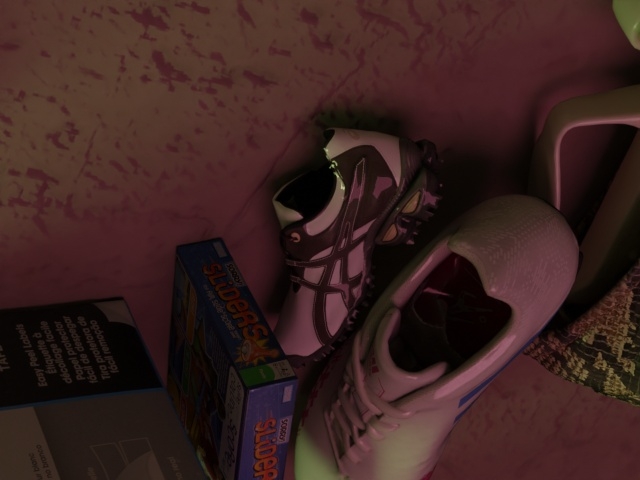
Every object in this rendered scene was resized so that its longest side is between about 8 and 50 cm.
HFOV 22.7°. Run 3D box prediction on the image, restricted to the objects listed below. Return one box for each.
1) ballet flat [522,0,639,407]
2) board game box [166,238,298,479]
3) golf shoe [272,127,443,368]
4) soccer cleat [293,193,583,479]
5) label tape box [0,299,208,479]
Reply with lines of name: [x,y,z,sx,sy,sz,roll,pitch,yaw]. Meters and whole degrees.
ballet flat: [0.249,-0.077,1.083,0.182,0.164,0.483,15,128,-9]
board game box: [-0.065,0.118,1.085,0.035,0.136,0.201,-12,137,-21]
golf shoe: [0.000,0.000,1.069,0.094,0.077,0.198,21,122,-18]
soccer cleat: [0.051,0.096,1.118,0.143,0.116,0.331,-21,151,-53]
label tape box: [-0.245,0.171,0.944,0.348,0.249,0.115,-4,133,-28]
